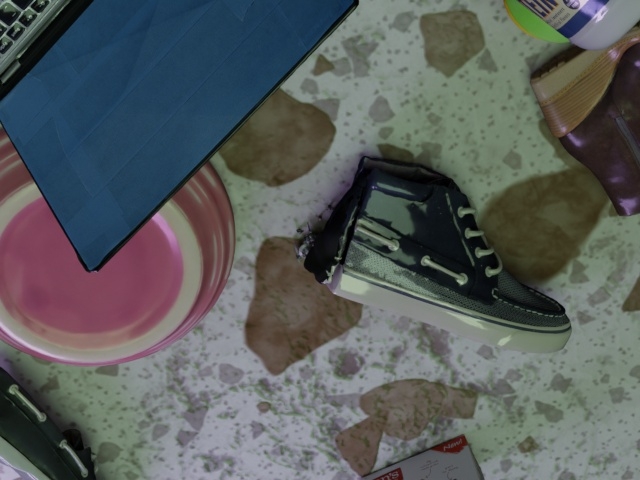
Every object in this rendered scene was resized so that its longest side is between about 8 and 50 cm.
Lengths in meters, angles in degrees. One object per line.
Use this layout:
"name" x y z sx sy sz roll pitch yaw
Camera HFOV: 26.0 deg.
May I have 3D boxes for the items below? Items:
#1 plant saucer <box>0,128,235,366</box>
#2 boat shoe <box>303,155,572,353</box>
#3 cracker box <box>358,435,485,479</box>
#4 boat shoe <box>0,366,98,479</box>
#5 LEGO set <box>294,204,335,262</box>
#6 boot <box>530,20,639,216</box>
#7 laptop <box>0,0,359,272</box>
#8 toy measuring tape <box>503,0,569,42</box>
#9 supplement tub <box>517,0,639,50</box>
"plant saucer" -0.259 0.014 1.559 0.332 0.084 0.332 -4 121 -7
"boat shoe" 0.164 0.016 1.599 0.340 0.127 0.158 16 106 -21
"cracker box" 0.143 0.362 1.728 0.156 0.232 0.067 -24 119 6
"boat shoe" -0.322 0.267 1.683 0.091 0.114 0.302 -56 135 -21
"LEGO set" -0.002 -0.002 1.620 0.054 0.023 0.083 14 117 -15
"boot" 0.378 -0.155 1.526 0.248 0.090 0.207 -30 110 31
"laptop" -0.251 -0.260 1.315 0.408 0.236 0.382 38 107 -25
"toy measuring tape" 0.191 -0.275 1.435 0.330 0.121 0.121 9 118 -13
"supplement tub" 0.200 -0.356 1.276 0.325 0.235 0.235 37 110 -2
